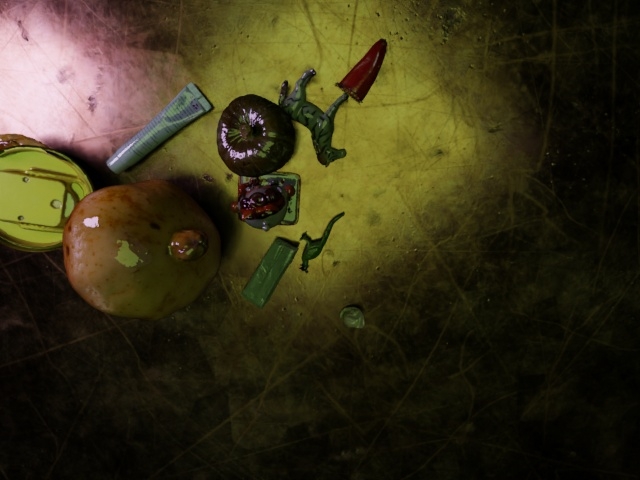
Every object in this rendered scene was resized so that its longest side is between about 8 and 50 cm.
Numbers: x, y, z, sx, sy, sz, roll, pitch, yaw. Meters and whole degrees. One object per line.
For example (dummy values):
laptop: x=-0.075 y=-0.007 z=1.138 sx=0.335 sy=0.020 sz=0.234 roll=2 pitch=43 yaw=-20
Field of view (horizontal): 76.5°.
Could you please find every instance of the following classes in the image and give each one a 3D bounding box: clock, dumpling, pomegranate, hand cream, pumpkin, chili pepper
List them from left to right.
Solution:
clock: x=-0.753 y=-0.111 z=1.072 sx=0.294 sy=0.071 sz=0.276 roll=16 pitch=94 yaw=-22
pomegranate: x=-0.432 y=0.023 z=1.041 sx=0.411 sy=0.410 sz=0.409 roll=0 pitch=105 yaw=1
hand cream: x=-0.456 y=-0.301 z=1.127 sx=0.331 sy=0.058 sz=0.085 roll=-36 pitch=99 yaw=10
pumpkin: x=-0.173 y=-0.268 z=1.062 sx=0.219 sy=0.162 sz=0.218 roll=0 pitch=90 yaw=14
dumpling: x=0.098 y=0.238 z=1.257 sx=0.052 sy=0.076 sz=0.057 roll=-7 pitch=110 yaw=-21
chili pepper: x=0.124 y=-0.461 z=1.077 sx=0.088 sy=0.065 sz=0.168 roll=38 pitch=96 yaw=18

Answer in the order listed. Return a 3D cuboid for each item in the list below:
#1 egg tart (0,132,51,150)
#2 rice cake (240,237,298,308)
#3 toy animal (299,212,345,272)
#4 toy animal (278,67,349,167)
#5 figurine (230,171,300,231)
egg tart: x=-0.821 y=-0.154 z=1.144 sx=0.291 sy=0.115 sz=0.289 roll=-2 pitch=107 yaw=-7
rice cake: x=-0.154 y=0.097 z=1.227 sx=0.085 sy=0.040 sz=0.226 roll=35 pitch=104 yaw=11
toy animal: x=-0.015 y=-0.008 z=1.206 sx=0.075 sy=0.041 sz=0.216 roll=32 pitch=99 yaw=-4
toy animal: x=0.007 y=-0.340 z=1.095 sx=0.170 sy=0.090 sz=0.255 roll=-35 pitch=99 yaw=13
figurine: x=-0.154 y=-0.095 z=1.088 sx=0.184 sy=0.226 sz=0.160 roll=4 pitch=106 yaw=0
